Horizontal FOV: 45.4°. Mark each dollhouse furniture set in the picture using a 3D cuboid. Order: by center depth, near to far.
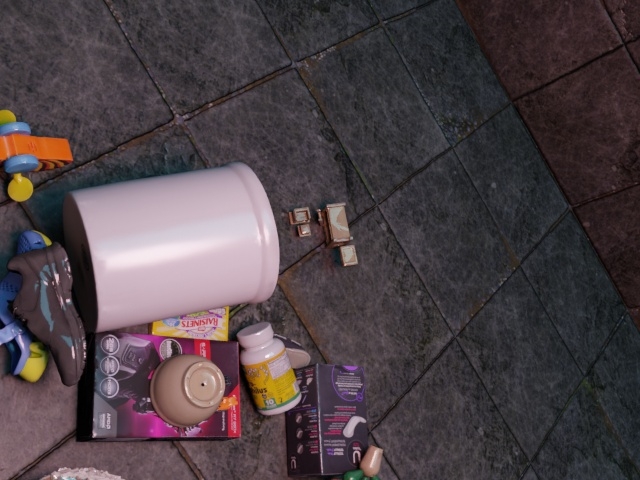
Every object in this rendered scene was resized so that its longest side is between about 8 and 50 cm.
[{"bbox_3d":[0.000,0.000,2.183,0.161,0.101,0.181,-7,78,-17],"label":"dollhouse furniture set"}]

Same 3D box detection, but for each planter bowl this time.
[{"bbox_3d":[-0.274,0.318,1.659,0.162,0.109,0.162,14,65,-32],"label":"planter bowl"}]

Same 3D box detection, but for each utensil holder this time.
[{"bbox_3d":[-0.331,0.012,1.668,0.386,0.328,0.327,-10,80,-28],"label":"utensil holder"}]

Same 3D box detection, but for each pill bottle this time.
[{"bbox_3d":[-0.132,0.312,1.883,0.118,0.118,0.208,-29,106,-43],"label":"pill bottle"}]

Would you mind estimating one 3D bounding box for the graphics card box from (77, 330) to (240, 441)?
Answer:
[{"bbox_3d":[-0.355,0.334,1.729,0.371,0.094,0.232,11,67,-36],"label":"graphics card box"}]

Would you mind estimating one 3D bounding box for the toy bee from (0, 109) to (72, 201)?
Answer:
[{"bbox_3d":[-0.687,-0.194,1.633,0.298,0.162,0.195,38,40,-55],"label":"toy bee"}]

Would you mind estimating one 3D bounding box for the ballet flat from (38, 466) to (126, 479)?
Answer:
[{"bbox_3d":[-0.411,0.555,1.581,0.409,0.147,0.146,32,56,-30],"label":"ballet flat"}]

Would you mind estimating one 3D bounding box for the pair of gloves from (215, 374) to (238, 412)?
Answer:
[{"bbox_3d":[-0.230,0.351,1.759,0.074,0.010,0.083,-8,78,-40],"label":"pair of gloves"}]

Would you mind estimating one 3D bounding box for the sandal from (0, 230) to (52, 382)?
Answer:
[{"bbox_3d":[-0.622,0.125,1.567,0.138,0.126,0.317,12,65,-32],"label":"sandal"}]

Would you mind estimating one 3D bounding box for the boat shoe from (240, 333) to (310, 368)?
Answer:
[{"bbox_3d":[-0.124,0.276,1.984,0.206,0.075,0.065,23,17,-26],"label":"boat shoe"}]

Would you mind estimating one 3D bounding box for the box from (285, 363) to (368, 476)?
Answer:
[{"bbox_3d":[0.015,0.461,1.958,0.165,0.143,0.270,12,67,-37],"label":"box"}]

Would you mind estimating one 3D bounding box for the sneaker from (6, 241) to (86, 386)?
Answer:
[{"bbox_3d":[-0.538,0.151,1.503,0.130,0.109,0.286,-13,81,-25],"label":"sneaker"}]

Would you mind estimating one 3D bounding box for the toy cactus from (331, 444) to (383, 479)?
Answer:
[{"bbox_3d":[0.108,0.588,1.852,0.219,0.112,0.180,26,81,-30],"label":"toy cactus"}]

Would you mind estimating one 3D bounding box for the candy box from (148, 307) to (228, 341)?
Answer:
[{"bbox_3d":[-0.317,0.194,1.859,0.206,0.027,0.105,14,68,-36],"label":"candy box"}]
